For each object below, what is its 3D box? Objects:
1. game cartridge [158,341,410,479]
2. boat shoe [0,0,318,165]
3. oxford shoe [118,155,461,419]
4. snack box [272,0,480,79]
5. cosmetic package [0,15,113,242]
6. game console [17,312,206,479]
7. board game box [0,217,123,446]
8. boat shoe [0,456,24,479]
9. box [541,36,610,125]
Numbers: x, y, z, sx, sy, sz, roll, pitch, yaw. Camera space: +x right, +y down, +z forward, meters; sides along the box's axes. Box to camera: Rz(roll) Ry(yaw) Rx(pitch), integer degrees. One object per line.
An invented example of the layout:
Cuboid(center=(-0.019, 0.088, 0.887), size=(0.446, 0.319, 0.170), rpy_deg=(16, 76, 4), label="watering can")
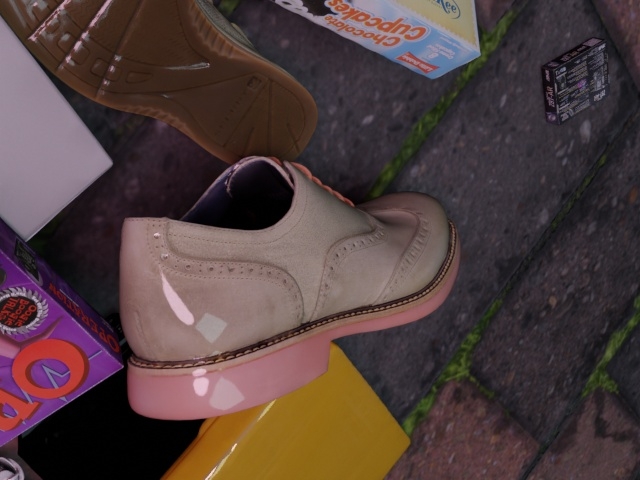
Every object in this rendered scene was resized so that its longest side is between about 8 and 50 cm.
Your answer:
Cuboid(center=(-0.063, 0.255, 0.955), size=(0.324, 0.052, 0.285), rpy_deg=(-50, 146, -12), label="game cartridge")
Cuboid(center=(-0.125, -0.150, 0.737), size=(0.109, 0.098, 0.302), rpy_deg=(-51, 135, 9), label="boat shoe")
Cuboid(center=(0.000, 0.000, 0.783), size=(0.397, 0.140, 0.147), rpy_deg=(-28, 112, -58), label="oxford shoe")
Cuboid(center=(-0.009, -0.257, 0.743), size=(0.322, 0.060, 0.187), rpy_deg=(17, 63, -41), label="snack box")
Cuboid(center=(-0.248, -0.115, 0.633), size=(0.107, 0.127, 0.238), rpy_deg=(-41, 128, -15), label="cosmetic package")
Cuboid(center=(-0.086, 0.104, 0.913), size=(0.361, 0.044, 0.213), rpy_deg=(-44, 130, -16), label="game console")
Cuboid(center=(-0.325, 0.101, 0.639), size=(0.346, 0.056, 0.208), rpy_deg=(-33, 133, 4), label="board game box")
Cuboid(center=(-0.263, 0.198, 0.795), size=(0.184, 0.066, 0.063), rpy_deg=(19, 97, -24), label="boat shoe")
Cuboid(center=(0.273, -0.170, 1.094), size=(0.083, 0.018, 0.067), rpy_deg=(-31, 126, -24), label="box")
